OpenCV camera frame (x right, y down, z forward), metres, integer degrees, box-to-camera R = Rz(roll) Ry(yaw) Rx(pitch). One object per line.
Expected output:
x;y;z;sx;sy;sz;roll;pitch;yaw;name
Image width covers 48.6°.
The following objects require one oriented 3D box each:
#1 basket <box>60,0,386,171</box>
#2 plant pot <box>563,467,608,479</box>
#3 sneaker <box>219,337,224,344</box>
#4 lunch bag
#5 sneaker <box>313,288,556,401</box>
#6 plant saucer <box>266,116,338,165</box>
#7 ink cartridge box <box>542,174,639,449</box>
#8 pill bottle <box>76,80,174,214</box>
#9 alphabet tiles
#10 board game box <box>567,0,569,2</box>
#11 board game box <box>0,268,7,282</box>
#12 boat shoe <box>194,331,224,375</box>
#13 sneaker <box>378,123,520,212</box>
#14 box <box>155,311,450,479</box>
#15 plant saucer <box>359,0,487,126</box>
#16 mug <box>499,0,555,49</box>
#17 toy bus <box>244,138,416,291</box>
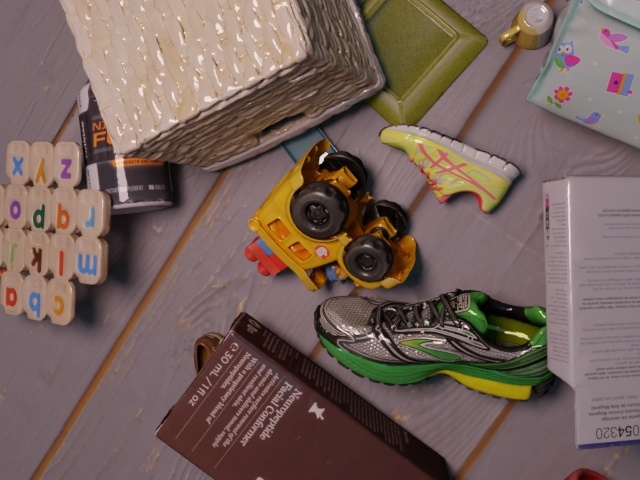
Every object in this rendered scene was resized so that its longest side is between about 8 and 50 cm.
-0.139;-0.307;0.980;0.328;0.266;0.331;-22;83;22;basket
0.326;0.475;0.918;0.243;0.275;0.275;-43;82;21;plant pot
-0.095;0.193;1.105;0.070;0.051;0.134;-38;86;9;sneaker
0.415;-0.263;0.886;0.223;0.160;0.262;26;131;10;lunch bag
0.160;0.115;0.983;0.343;0.134;0.146;5;133;7;sneaker
-0.015;-0.141;1.101;0.067;0.018;0.192;-39;82;11;plant saucer
0.444;0.082;0.908;0.324;0.071;0.330;0;90;-15;ink cartridge box
-0.308;-0.168;1.108;0.130;0.130;0.246;-8;89;13;pill bottle
-0.433;-0.015;1.103;0.284;0.021;0.278;5;93;30;alphabet tiles
0.466;-0.402;0.984;0.259;0.039;0.124;-31;84;8;board game box
-0.610;0.053;1.221;0.181;0.043;0.092;-29;84;11;board game box
-0.166;0.235;1.114;0.064;0.060;0.178;-14;87;12;boat shoe
0.175;-0.104;1.023;0.208;0.081;0.094;24;100;7;sneaker
-0.021;0.297;1.012;0.381;0.143;0.191;36;96;-2;box
0.117;-0.289;1.055;0.188;0.045;0.188;43;99;9;plant saucer
0.299;-0.302;1.005;0.062;0.064;0.078;32;97;10;mug
0.000;0.000;1.036;0.211;0.149;0.220;-38;102;29;toy bus
